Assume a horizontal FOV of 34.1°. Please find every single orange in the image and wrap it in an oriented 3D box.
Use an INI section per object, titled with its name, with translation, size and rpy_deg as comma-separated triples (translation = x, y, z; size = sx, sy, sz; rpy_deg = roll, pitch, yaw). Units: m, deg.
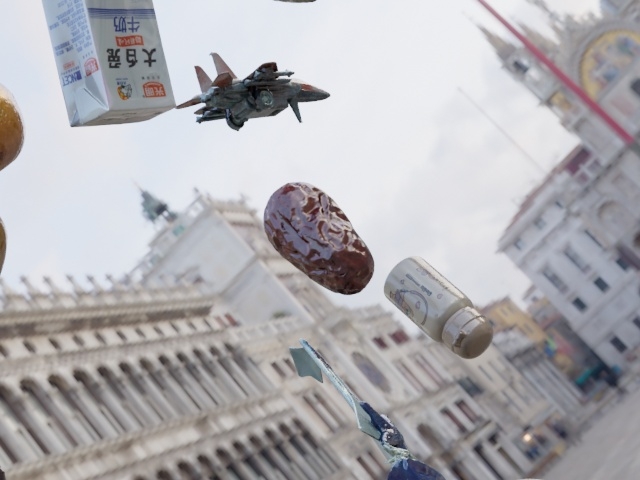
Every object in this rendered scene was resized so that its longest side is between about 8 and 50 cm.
[orange]
translation = -0.569, -0.172, 1.608
size = 0.224, 0.170, 0.224
rpy_deg = -14, 21, 5

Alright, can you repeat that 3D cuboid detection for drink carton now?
[drink carton]
translation = -0.313, -0.323, 1.491
size = 0.107, 0.315, 0.130
rpy_deg = -14, -1, 44

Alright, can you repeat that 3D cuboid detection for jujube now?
[jujube]
translation = 0.000, 0.000, 0.992
size = 0.077, 0.129, 0.077
rpy_deg = -34, -30, -23

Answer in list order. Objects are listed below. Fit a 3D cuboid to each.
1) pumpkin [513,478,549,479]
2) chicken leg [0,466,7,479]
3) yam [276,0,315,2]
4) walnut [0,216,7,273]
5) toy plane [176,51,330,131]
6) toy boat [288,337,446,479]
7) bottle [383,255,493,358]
[pumpkin]
translation = 0.312, 0.406, 1.407
size = 0.217, 0.217, 0.110
rpy_deg = -27, -19, -44
[chicken leg]
translation = -0.519, 0.290, 1.413
size = 0.106, 0.253, 0.051
rpy_deg = -40, 18, 24
[yam]
translation = -0.121, -0.350, 1.069
size = 0.304, 0.168, 0.168
rpy_deg = 9, -46, -31
[walnut]
translation = -0.512, 0.033, 1.321
size = 0.336, 0.209, 0.209
rpy_deg = -45, -16, 22
[toy plane]
translation = -0.096, -0.260, 1.889
size = 0.326, 0.104, 0.223
rpy_deg = 4, -22, -42
[toy boat]
translation = 0.061, 0.217, 1.081
size = 0.070, 0.291, 0.210
rpy_deg = -36, -8, -10
[bottle]
translation = 0.212, 0.121, 1.804
size = 0.110, 0.209, 0.097
rpy_deg = 1, -58, -45
